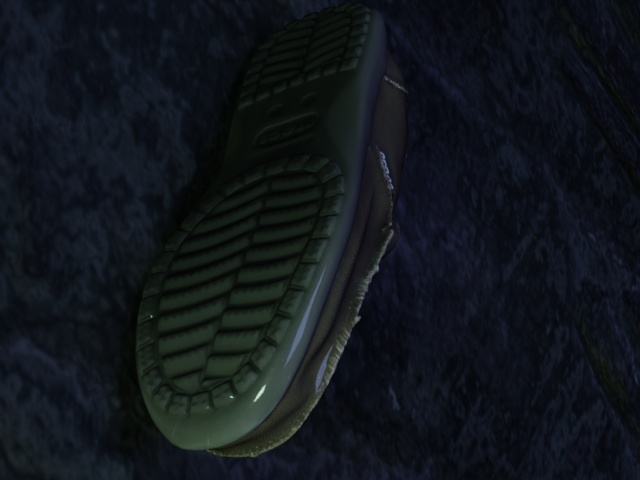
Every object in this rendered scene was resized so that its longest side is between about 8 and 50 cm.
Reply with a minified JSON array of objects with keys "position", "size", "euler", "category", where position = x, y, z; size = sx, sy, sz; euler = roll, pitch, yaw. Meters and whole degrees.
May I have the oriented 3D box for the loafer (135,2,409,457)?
[{"position":[0.000,0.000,1.049],"size":[0.130,0.134,0.366],"euler":[56,38,-33],"category":"loafer"}]
